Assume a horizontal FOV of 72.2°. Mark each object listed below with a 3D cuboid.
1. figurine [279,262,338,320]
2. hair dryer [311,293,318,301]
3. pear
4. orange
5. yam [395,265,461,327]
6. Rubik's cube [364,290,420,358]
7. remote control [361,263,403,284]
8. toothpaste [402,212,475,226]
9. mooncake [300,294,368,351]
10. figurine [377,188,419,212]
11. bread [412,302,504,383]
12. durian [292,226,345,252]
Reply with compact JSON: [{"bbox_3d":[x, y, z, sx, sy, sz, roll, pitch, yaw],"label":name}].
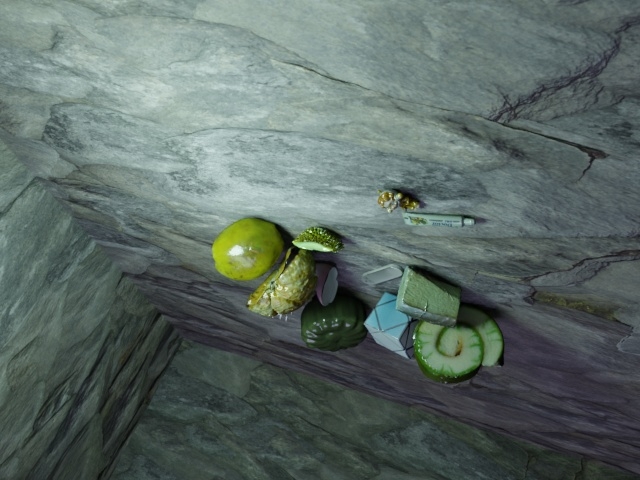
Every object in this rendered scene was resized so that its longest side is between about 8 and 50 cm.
[{"bbox_3d":[-0.091,0.244,2.109,0.316,0.206,0.284,9,105,32],"label":"figurine"},{"bbox_3d":[0.072,0.334,2.341,0.219,0.071,0.124,26,149,-19],"label":"hair dryer"},{"bbox_3d":[-0.317,0.039,1.924,0.321,0.269,0.269,-16,144,-3],"label":"pear"},{"bbox_3d":[-0.139,0.191,1.907,0.210,0.271,0.368,35,107,-14],"label":"orange"},{"bbox_3d":[0.460,0.244,1.852,0.271,0.202,0.201,18,170,4],"label":"yam"},{"bbox_3d":[0.364,0.399,2.076,0.205,0.205,0.207,20,154,39],"label":"Rubik's cube"},{"bbox_3d":[0.274,0.155,1.980,0.077,0.022,0.245,37,146,-19],"label":"remote control"},{"bbox_3d":[0.412,-0.071,1.542,0.255,0.037,0.067,6,145,31],"label":"toothpaste"},{"bbox_3d":[0.071,0.435,2.268,0.356,0.194,0.356,-5,145,-3],"label":"mooncake"},{"bbox_3d":[0.268,-0.137,1.506,0.143,0.068,0.101,0,148,11],"label":"figurine"},{"bbox_3d":[0.599,0.453,1.898,0.382,0.366,0.129,21,150,27],"label":"bread"},{"bbox_3d":[0.003,-0.010,1.828,0.221,0.137,0.095,16,116,23],"label":"durian"}]
